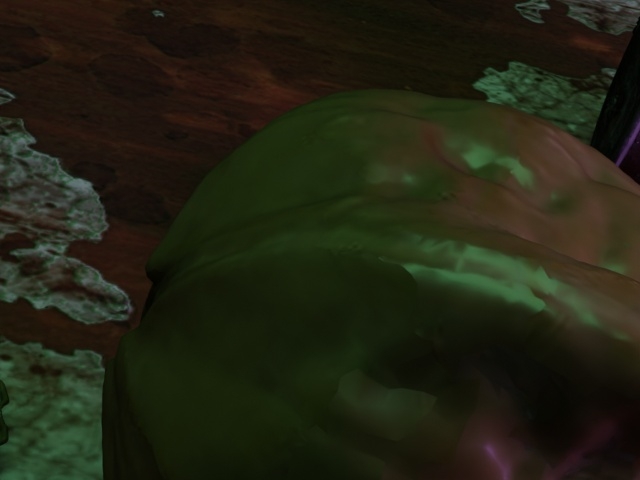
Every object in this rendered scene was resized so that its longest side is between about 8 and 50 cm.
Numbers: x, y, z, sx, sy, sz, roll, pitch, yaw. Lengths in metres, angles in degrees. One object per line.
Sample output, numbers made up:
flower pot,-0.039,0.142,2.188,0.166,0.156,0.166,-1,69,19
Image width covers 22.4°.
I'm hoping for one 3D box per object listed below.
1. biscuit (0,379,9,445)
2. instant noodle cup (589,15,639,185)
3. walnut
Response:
biscuit,-0.280,0.116,0.959,0.187,0.036,0.273,14,33,2
instant noodle cup,0.360,-0.105,1.387,0.207,0.217,0.217,22,34,0
walnut,0.067,0.110,0.860,0.383,0.384,0.384,10,34,-7
